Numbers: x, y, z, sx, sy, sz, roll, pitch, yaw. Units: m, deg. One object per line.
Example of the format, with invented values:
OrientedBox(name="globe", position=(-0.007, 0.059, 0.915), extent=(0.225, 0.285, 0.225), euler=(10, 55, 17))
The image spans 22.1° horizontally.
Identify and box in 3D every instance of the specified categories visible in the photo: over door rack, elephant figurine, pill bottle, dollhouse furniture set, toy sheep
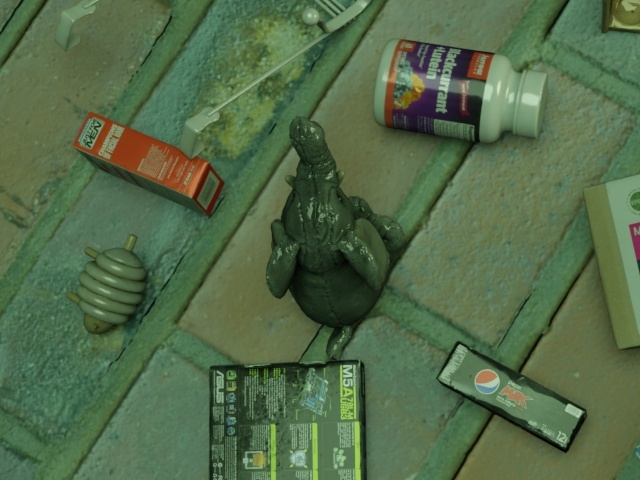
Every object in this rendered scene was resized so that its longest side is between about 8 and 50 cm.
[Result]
OrientedBox(name="over door rack", position=(-0.123, -0.286, 1.976), extent=(0.239, 0.108, 0.324), euler=(42, 69, 16))
OrientedBox(name="elephant figurine", position=(0.000, 0.000, 1.861), extent=(0.169, 0.239, 0.186), euler=(-44, 75, -2))
OrientedBox(name="pill bottle", position=(0.167, -0.174, 1.940), extent=(0.194, 0.108, 0.108), euler=(10, 79, 11))
OrientedBox(name="dollhouse furniture set", position=(0.415, -0.324, 1.923), extent=(0.151, 0.123, 0.144), euler=(7, 79, 11))
OrientedBox(name="toy sheep", position=(-0.252, 0.052, 1.974), extent=(0.091, 0.091, 0.132), euler=(23, 101, 14))

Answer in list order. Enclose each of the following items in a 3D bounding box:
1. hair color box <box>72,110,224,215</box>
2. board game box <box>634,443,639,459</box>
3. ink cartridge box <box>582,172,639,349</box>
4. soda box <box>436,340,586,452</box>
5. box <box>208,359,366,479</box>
OrientedBox(name="hair color box", position=(-0.208, -0.093, 1.994), extent=(0.167, 0.093, 0.053), euler=(22, 81, 13))
OrientedBox(name="board game box", position=(0.508, 0.142, 1.660), extent=(0.308, 0.302, 0.086), euler=(-41, 73, 27))
OrientedBox(name="ink cartridge box", position=(0.428, 0.006, 1.816), extent=(0.235, 0.088, 0.193), euler=(-15, 84, 29))
OrientedBox(name="soda box", position=(0.219, 0.179, 1.877), extent=(0.169, 0.060, 0.053), euler=(29, 85, 14))
OrientedBox(name="box", position=(-0.038, 0.237, 1.917), extent=(0.184, 0.045, 0.190), euler=(-3, 76, 7))
